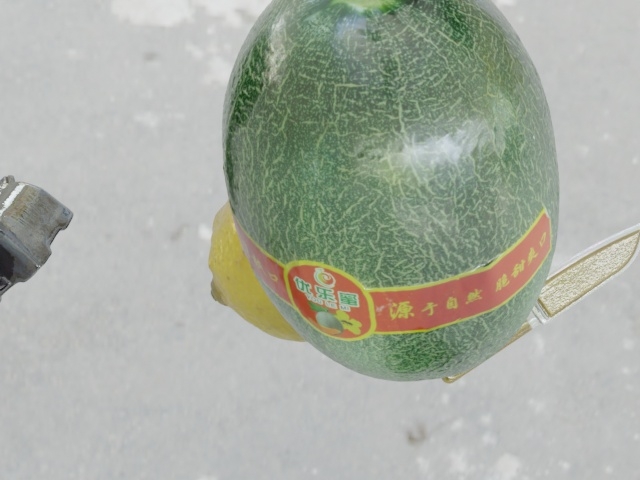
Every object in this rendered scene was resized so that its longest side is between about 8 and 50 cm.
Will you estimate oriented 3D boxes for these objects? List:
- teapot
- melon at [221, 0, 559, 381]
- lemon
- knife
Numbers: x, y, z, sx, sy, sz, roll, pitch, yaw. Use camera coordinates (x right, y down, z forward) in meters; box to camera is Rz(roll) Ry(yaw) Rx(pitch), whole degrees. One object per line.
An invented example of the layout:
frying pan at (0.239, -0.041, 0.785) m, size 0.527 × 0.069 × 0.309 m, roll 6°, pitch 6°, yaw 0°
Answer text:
teapot at (-0.305, -0.010, 1.370) m, size 0.096 × 0.087 × 0.177 m, roll 47°, pitch 23°, yaw -16°
melon at (0.037, -0.039, 0.784) m, size 0.182 × 0.288 × 0.182 m, roll -8°, pitch 46°, yaw 8°
lemon at (0.000, 0.000, 1.795) m, size 0.310 × 0.253 × 0.253 m, roll -33°, pitch 49°, yaw 16°
knife at (0.223, 0.063, 1.476) m, size 0.256 × 0.046 × 0.022 m, roll -35°, pitch 14°, yaw 6°
